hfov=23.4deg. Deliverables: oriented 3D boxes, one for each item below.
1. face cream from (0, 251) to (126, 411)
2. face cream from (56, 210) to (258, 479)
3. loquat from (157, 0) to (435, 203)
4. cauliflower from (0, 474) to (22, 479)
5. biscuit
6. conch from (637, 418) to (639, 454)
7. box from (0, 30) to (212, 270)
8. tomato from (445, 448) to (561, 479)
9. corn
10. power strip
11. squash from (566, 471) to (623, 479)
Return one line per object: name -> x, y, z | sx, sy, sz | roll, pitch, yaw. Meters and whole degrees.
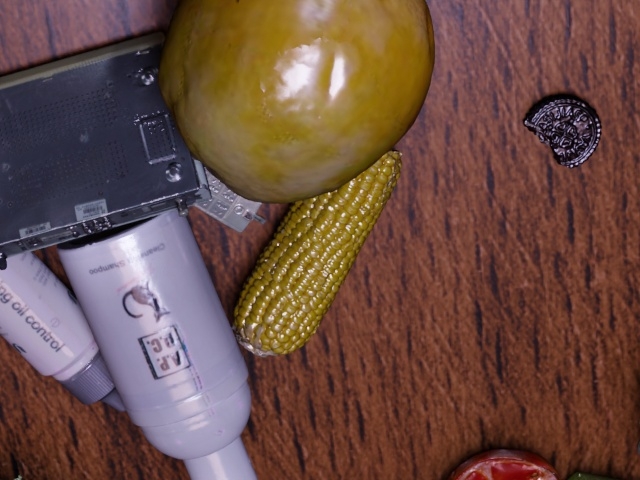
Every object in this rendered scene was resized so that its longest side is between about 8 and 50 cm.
face cream -> -0.314, 0.081, 1.712 | 0.092, 0.092, 0.311 | -37, 113, 9
face cream -> -0.153, 0.145, 1.700 | 0.145, 0.145, 0.370 | -22, 104, 2
loquat -> -0.032, -0.187, 1.531 | 0.284, 0.276, 0.276 | -46, 111, 3
cauliflower -> -0.337, 0.400, 1.806 | 0.250, 0.275, 0.272 | -9, 84, -42
biscuit -> 0.271, -0.123, 1.732 | 0.089, 0.027, 0.087 | -3, 113, -6
conch -> 0.485, 0.299, 1.865 | 0.203, 0.169, 0.386 | -34, 113, 16
box -> -0.263, -0.091, 1.607 | 0.270, 0.045, 0.211 | -15, 70, 0
tomato -> 0.214, 0.309, 1.887 | 0.155, 0.069, 0.155 | -3, 116, -5
corn -> 0.000, 0.000, 1.714 | 0.106, 0.106, 0.293 | 28, 103, -17
power strip -> -0.118, -0.053, 1.717 | 0.136, 0.019, 0.051 | 32, 104, -18
squash -> 0.329, 0.365, 1.933 | 0.184, 0.085, 0.192 | 11, 108, -44
